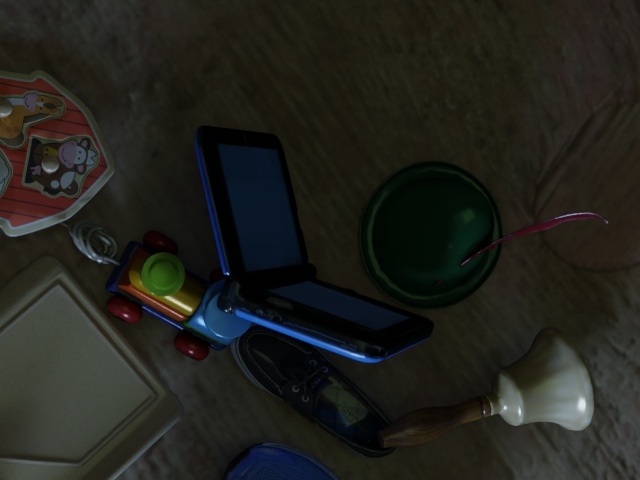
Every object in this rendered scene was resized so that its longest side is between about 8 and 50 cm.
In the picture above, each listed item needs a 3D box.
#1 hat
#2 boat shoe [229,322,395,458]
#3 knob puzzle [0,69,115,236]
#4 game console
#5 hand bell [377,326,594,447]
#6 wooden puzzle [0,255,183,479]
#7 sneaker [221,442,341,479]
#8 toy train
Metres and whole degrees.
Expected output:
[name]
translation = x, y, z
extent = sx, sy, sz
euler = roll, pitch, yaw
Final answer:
[hat]
translation = 0.164, -0.019, 1.792
extent = 0.208, 0.183, 0.173
euler = -39, 97, -14
[boat shoe]
translation = -0.003, 0.172, 1.793
extent = 0.228, 0.076, 0.080
euler = 43, 78, -10
[knob puzzle]
translation = -0.320, -0.099, 1.729
extent = 0.213, 0.030, 0.213
euler = 4, 75, -15
[game console]
translation = 0.000, 0.000, 1.675
extent = 0.250, 0.293, 0.173
euler = 19, 97, 14
[hand bell]
translation = 0.177, 0.191, 1.803
extent = 0.242, 0.126, 0.126
euler = -15, 91, -21
[wooden puzzle]
translation = -0.304, 0.171, 1.727
extent = 0.221, 0.044, 0.239
euler = -42, 93, -18
[sneaker]
translation = 0.029, 0.349, 1.757
extent = 0.330, 0.147, 0.130
euler = 43, 77, -8
[toy train]
translation = -0.189, 0.036, 1.715
extent = 0.248, 0.143, 0.105
euler = 30, 79, -12
